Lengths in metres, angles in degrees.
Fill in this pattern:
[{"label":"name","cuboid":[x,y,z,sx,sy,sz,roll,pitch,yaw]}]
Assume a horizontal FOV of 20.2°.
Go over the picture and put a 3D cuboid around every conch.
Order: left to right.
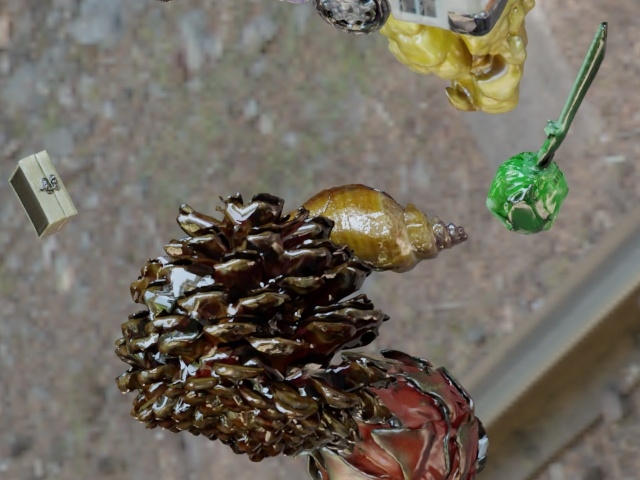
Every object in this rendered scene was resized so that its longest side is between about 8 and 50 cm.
[{"label":"conch","cuboid":[0.004,0.001,1.489,0.233,0.080,0.086,-15,97,23]}]

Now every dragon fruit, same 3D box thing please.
[{"label":"dragon fruit","cuboid":[0.061,0.187,1.653,0.182,0.189,0.182,35,130,57]}]

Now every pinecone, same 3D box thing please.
[{"label":"pinecone","cuboid":[-0.046,0.065,1.365,0.221,0.221,0.221,8,100,56]}]

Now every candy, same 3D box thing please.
[{"label":"candy","cuboid":[0.271,-0.128,2.038,0.097,0.097,0.323,62,149,32]}]

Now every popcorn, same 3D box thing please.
[{"label":"popcorn","cuboid":[0.181,-0.314,2.325,0.225,0.265,0.332,-6,112,25]}]

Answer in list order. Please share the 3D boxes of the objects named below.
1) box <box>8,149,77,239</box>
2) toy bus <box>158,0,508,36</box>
[{"label":"box","cuboid":[-0.301,-0.049,1.948,0.079,0.035,0.083,62,158,4]},{"label":"toy bus","cuboid":[-0.026,-0.360,1.684,0.440,0.209,0.249,13,149,17]}]
